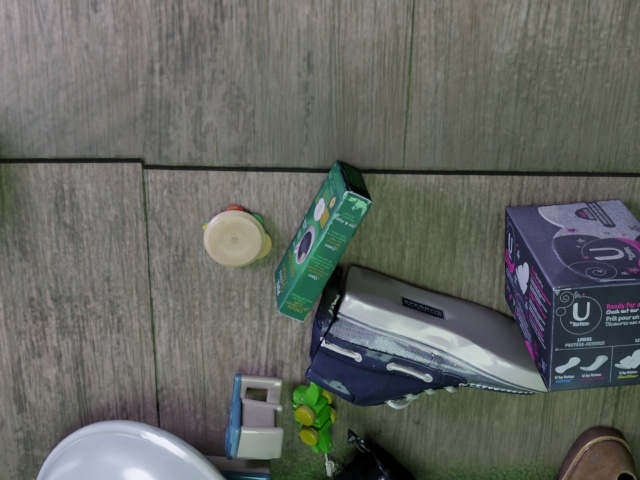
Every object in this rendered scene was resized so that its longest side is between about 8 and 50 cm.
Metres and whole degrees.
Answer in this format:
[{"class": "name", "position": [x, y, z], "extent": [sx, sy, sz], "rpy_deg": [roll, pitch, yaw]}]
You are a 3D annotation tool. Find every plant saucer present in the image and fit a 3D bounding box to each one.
[{"class": "plant saucer", "position": [-0.259, 0.444, 1.451], "extent": [0.401, 0.100, 0.400], "rpy_deg": [7, 104, 28]}]

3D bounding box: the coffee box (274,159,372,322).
[{"class": "coffee box", "position": [0.000, 0.000, 1.370], "extent": [0.040, 0.113, 0.184], "rpy_deg": [24, 109, -16]}]

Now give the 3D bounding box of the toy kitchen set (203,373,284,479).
[{"class": "toy kitchen set", "position": [-0.121, 0.295, 1.462], "extent": [0.122, 0.166, 0.207], "rpy_deg": [5, 113, -5]}]

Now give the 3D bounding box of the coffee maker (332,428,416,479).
[{"class": "coffee maker", "position": [0.038, 0.374, 1.528], "extent": [0.178, 0.120, 0.171], "rpy_deg": [-44, 96, 5]}]

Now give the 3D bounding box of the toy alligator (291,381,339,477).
[{"class": "toy alligator", "position": [-0.011, 0.259, 1.519], "extent": [0.051, 0.056, 0.189], "rpy_deg": [17, 134, 31]}]

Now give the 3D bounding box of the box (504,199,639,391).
[{"class": "box", "position": [0.330, 0.058, 1.337], "extent": [0.164, 0.247, 0.142], "rpy_deg": [-4, 115, -1]}]

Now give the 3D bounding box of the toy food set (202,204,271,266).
[{"class": "toy food set", "position": [-0.110, -0.004, 1.410], "extent": [0.083, 0.020, 0.082], "rpy_deg": [-22, 113, 7]}]

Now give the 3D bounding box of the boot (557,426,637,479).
[{"class": "boot", "position": [0.372, 0.425, 1.575], "extent": [0.112, 0.115, 0.305], "rpy_deg": [12, 115, -12]}]

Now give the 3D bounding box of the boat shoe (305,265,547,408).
[{"class": "boat shoe", "position": [0.142, 0.162, 1.453], "extent": [0.341, 0.127, 0.158], "rpy_deg": [22, 117, -4]}]
